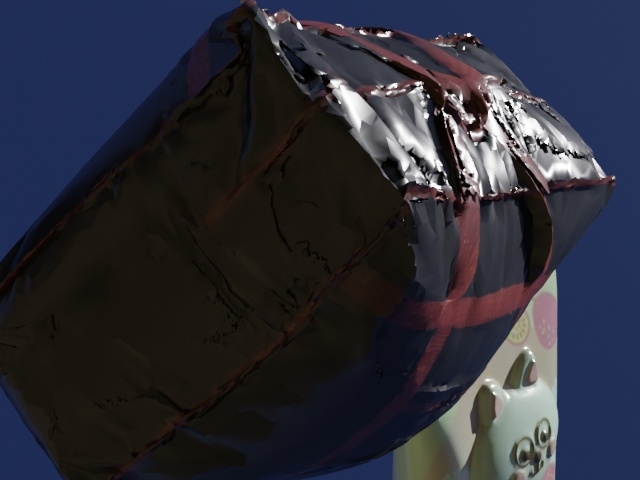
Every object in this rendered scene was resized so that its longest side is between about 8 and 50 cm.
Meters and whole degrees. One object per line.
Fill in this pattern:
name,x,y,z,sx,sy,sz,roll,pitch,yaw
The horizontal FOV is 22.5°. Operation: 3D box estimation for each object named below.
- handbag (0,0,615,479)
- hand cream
handbag,0.000,0.000,0.600,0.155,0.215,0.169,48,-66,17
hand cream,0.081,0.154,0.876,0.093,0.147,0.305,20,-53,33
